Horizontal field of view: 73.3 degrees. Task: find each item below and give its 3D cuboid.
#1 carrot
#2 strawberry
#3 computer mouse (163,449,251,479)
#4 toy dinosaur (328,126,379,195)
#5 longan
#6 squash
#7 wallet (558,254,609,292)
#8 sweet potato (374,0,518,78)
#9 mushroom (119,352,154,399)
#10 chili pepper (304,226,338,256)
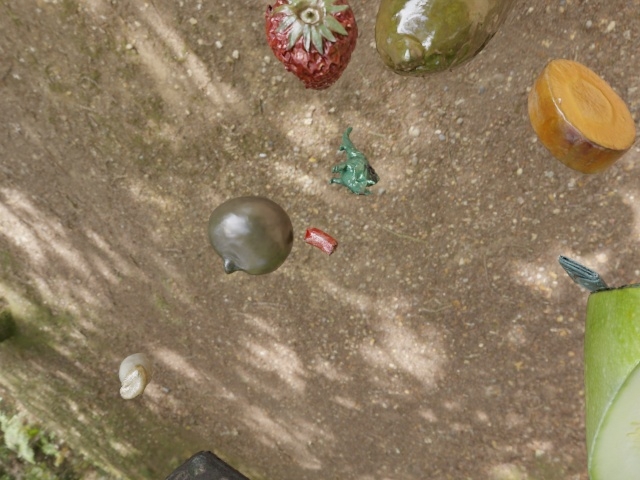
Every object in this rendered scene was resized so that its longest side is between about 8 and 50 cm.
[{"bbox_3d":[0.628,-0.312,1.035,0.257,0.308,0.100,10,155,-14],"label":"carrot"},{"bbox_3d":[-0.017,-0.433,0.974,0.205,0.206,0.244,28,171,5],"label":"strawberry"},{"bbox_3d":[-0.127,0.419,0.578,0.269,0.170,0.100,19,129,32],"label":"computer mouse"},{"bbox_3d":[0.069,-0.198,1.104,0.119,0.292,0.079,-6,132,-16],"label":"toy dinosaur"},{"bbox_3d":[-0.237,-0.018,1.457,0.300,0.301,0.243,28,163,6],"label":"longan"},{"bbox_3d":[0.408,0.186,0.487,0.189,0.261,0.189,5,167,1],"label":"squash"},{"bbox_3d":[0.542,0.079,0.881,0.129,0.026,0.088,32,-175,-40],"label":"wallet"},{"bbox_3d":[0.196,-0.316,0.519,0.130,0.422,0.131,35,153,22],"label":"sweet potato"},{"bbox_3d":[-0.533,0.385,1.239,0.088,0.096,0.212,65,162,-14],"label":"mushroom"},{"bbox_3d":[0.000,0.000,1.512,0.123,0.073,0.071,30,150,13],"label":"chili pepper"}]
